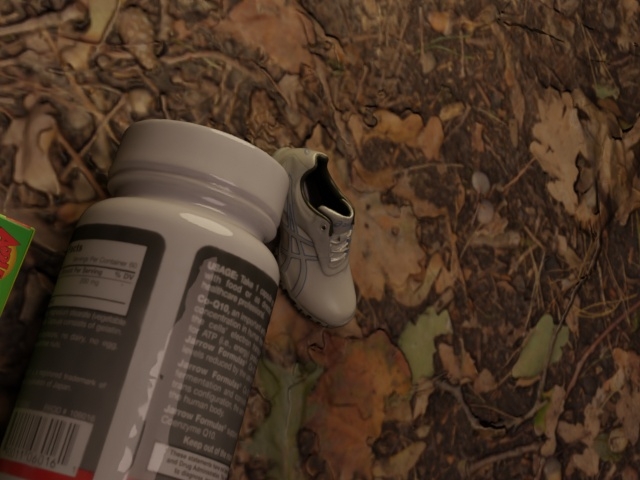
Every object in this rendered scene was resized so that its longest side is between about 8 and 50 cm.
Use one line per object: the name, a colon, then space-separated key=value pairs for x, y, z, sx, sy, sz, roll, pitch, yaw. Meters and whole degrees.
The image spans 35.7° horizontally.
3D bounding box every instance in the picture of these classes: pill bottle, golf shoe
pill bottle: x=-0.122 y=0.067 z=0.738 sx=0.161 sy=0.161 sz=0.283 roll=27 pitch=69 yaw=-33
golf shoe: x=0.000 y=0.000 z=0.888 sx=0.069 sy=0.086 sz=0.176 roll=-34 pitch=107 yaw=-37

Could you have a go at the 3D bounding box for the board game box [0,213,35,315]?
board game box: x=-0.278 y=0.058 z=0.691 sx=0.092 sy=0.043 sz=0.181 roll=28 pitch=69 yaw=-33
